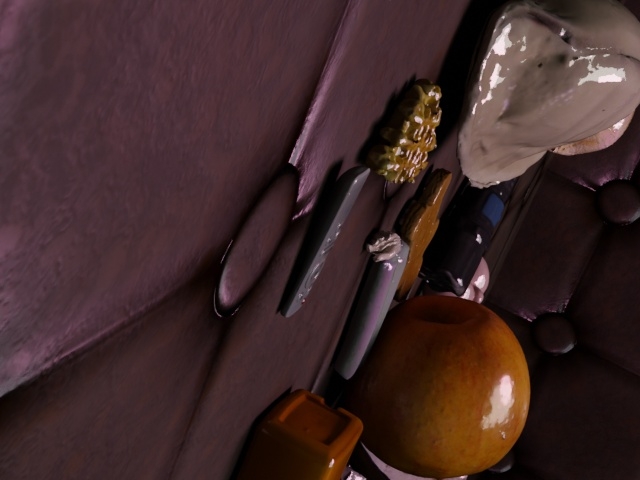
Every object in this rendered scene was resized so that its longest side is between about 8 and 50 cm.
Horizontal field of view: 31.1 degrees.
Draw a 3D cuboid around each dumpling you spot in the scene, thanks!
[{"bbox_3d":[0.303,-0.202,1.588,0.395,0.233,0.315,-4,123,-59],"label":"dumpling"}]

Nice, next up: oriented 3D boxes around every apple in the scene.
[{"bbox_3d":[0.184,0.220,1.806,0.299,0.299,0.275,-46,147,-53],"label":"apple"}]

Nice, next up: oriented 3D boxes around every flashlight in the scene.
[{"bbox_3d":[0.302,-0.090,2.096,0.424,0.103,0.103,-61,167,-23],"label":"flashlight"}]

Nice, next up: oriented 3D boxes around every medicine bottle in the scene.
[{"bbox_3d":[-0.045,0.318,1.466,0.222,0.112,0.149,-68,167,19],"label":"medicine bottle"}]

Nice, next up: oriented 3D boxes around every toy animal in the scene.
[{"bbox_3d":[0.243,0.102,2.198,0.212,0.124,0.124,-38,153,-48],"label":"toy animal"}]

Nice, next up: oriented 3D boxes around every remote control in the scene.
[{"bbox_3d":[0.000,0.000,1.218,0.184,0.027,0.050,-64,167,25],"label":"remote control"}]

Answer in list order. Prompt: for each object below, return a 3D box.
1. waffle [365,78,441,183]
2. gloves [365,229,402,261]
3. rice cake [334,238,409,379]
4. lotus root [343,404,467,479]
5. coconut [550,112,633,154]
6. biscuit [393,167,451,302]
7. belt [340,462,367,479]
[{"bbox_3d":[0.097,-0.104,1.344,0.160,0.046,0.192,-60,167,-25],"label":"waffle"},{"bbox_3d":[0.086,0.008,1.531,0.081,0.037,0.044,17,63,-62],"label":"gloves"},{"bbox_3d":[0.071,0.103,1.664,0.080,0.042,0.221,-46,159,-57],"label":"rice cake"},{"bbox_3d":[0.139,0.347,2.014,0.272,0.272,0.192,-55,180,-33],"label":"lotus root"},{"bbox_3d":[0.436,-0.254,1.999,0.230,0.227,0.227,-12,128,-66],"label":"coconut"},{"bbox_3d":[0.139,0.004,1.747,0.158,0.035,0.240,-49,161,-40],"label":"biscuit"},{"bbox_3d":[0.020,0.423,1.897,0.124,0.128,0.201,-60,170,-17],"label":"belt"}]
